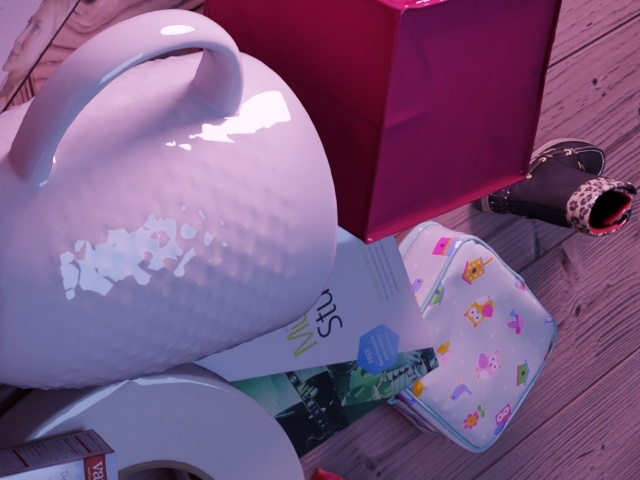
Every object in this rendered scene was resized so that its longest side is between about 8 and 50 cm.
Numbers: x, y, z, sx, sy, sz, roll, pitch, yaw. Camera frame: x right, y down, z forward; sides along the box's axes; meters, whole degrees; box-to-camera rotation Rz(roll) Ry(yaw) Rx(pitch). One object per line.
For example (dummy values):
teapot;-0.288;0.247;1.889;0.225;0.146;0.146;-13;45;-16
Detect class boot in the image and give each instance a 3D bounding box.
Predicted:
boot;0.330;-0.063;2.154;0.236;0.178;0.085;-16;114;-43

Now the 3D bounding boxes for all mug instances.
mug;-0.181;-0.042;1.503;0.328;0.276;0.374;-19;144;-38

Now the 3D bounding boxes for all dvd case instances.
dvd case;-0.247;-0.217;1.451;0.253;0.022;0.180;-55;167;4

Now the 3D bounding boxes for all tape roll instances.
tape roll;-0.192;0.305;1.722;0.392;0.072;0.392;-11;111;-29

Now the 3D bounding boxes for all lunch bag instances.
lunch bag;0.154;0.122;2.077;0.224;0.108;0.279;-56;134;-10

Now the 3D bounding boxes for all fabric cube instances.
fabric cube;0.056;-0.191;1.715;0.254;0.258;0.259;-20;131;-40

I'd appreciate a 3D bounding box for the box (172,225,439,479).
box;-0.041;0.118;1.831;0.322;0.058;0.232;-31;120;-17

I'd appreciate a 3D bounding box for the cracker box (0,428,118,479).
cracker box;-0.299;0.276;1.561;0.232;0.067;0.156;-10;109;-25

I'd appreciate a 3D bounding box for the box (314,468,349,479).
box;0.083;0.384;2.076;0.257;0.122;0.128;33;78;-48
